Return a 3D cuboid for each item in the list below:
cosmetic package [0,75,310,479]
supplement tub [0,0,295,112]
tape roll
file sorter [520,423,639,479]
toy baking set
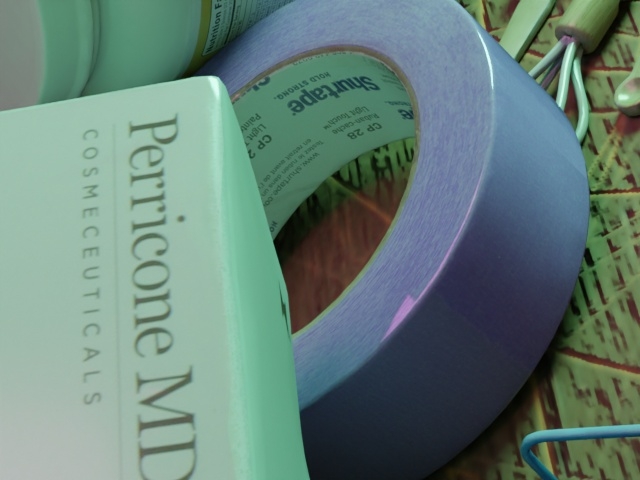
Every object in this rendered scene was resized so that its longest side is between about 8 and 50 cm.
[{"bbox_3d":[-0.235,0.107,0.597,0.453,0.161,0.230,-10,53,3],"label":"cosmetic package"},{"bbox_3d":[-0.092,-0.217,0.962,0.316,0.228,0.228,-30,26,-31],"label":"supplement tub"},{"bbox_3d":[0.000,0.000,0.838,0.275,0.090,0.274,-25,46,29],"label":"tape roll"},{"bbox_3d":[0.119,0.160,0.571,0.118,0.104,0.170,-9,48,39],"label":"file sorter"},{"bbox_3d":[0.159,-0.127,0.880,0.256,0.030,0.196,-21,42,30],"label":"toy baking set"}]
